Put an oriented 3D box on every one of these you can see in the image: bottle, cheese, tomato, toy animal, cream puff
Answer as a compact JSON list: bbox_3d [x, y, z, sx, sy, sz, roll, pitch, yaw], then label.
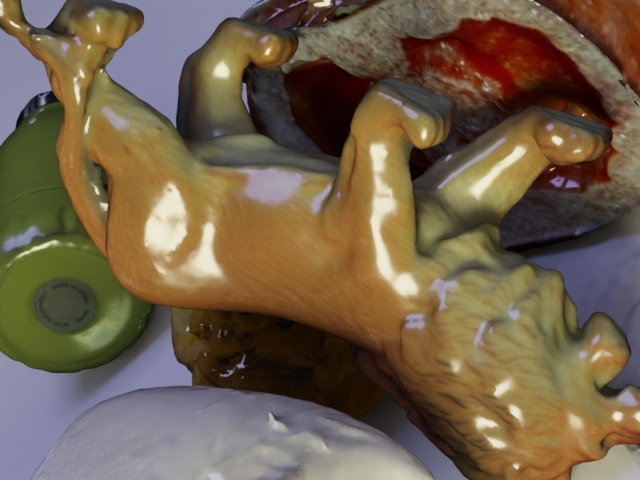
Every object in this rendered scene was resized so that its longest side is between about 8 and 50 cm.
[{"bbox_3d":[-0.170,-0.021,1.118,0.112,0.112,0.260,-40,27,13],"label":"bottle"},{"bbox_3d":[-0.055,0.154,0.655,0.198,0.154,0.189,-7,31,50],"label":"cheese"},{"bbox_3d":[0.081,-0.100,0.791,0.214,0.180,0.155,-10,39,45],"label":"tomato"},{"bbox_3d":[0.000,0.000,0.695,0.097,0.312,0.157,-19,-55,-68],"label":"toy animal"},{"bbox_3d":[-0.015,0.027,0.796,0.119,0.133,0.104,-27,-7,-8],"label":"cream puff"}]
